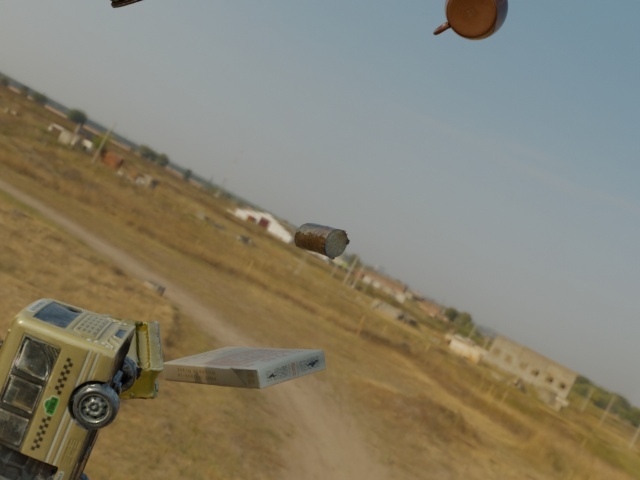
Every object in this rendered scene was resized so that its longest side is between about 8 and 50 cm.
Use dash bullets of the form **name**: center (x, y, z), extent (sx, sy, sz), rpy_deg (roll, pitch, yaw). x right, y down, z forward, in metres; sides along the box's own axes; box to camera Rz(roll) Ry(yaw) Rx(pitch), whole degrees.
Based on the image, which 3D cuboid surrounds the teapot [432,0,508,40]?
- **teapot**: center (0.273, -0.410, 1.367), extent (0.173, 0.116, 0.116), rpy_deg (-26, -37, 33)

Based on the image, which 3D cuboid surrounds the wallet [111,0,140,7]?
- **wallet**: center (-0.318, -0.592, 1.707), extent (0.221, 0.262, 0.071), rpy_deg (-73, 142, -58)

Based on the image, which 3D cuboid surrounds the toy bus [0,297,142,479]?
- **toy bus**: center (-0.412, 0.280, 1.146), extent (0.202, 0.365, 0.177), rpy_deg (22, 5, -6)

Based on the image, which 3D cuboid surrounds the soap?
- **soap**: center (-0.394, 0.234, 1.577), extent (0.135, 0.076, 0.233), rpy_deg (10, 17, -18)

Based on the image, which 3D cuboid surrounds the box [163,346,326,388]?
- **box**: center (-0.184, 0.293, 1.815), extent (0.205, 0.051, 0.365), rpy_deg (-7, 1, -44)

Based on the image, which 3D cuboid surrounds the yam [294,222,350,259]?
- **yam**: center (0.001, -0.003, 1.967), extent (0.127, 0.084, 0.084), rpy_deg (18, -7, 45)
